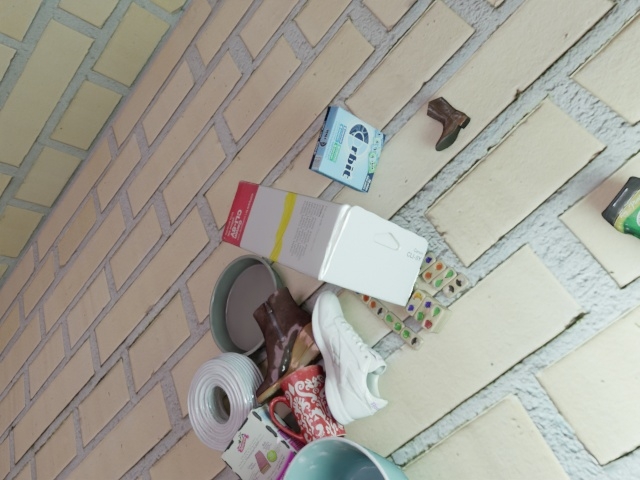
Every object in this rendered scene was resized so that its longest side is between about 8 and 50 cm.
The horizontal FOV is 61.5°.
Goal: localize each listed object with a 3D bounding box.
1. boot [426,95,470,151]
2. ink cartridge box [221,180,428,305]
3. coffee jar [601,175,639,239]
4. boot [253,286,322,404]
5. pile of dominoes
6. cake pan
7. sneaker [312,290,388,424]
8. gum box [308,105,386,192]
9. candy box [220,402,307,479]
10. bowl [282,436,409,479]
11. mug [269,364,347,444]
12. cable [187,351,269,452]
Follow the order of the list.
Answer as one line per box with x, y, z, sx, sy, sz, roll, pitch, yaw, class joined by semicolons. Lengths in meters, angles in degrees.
0.272;-0.270;1.236;0.106;0.037;0.114;-45;53;7;boot
0.000;0.000;1.218;0.385;0.279;0.160;18;88;49;ink cartridge box
0.557;-0.025;0.864;0.184;0.079;0.096;47;113;40;coffee jar
-0.113;0.269;1.373;0.248;0.090;0.207;-46;61;9;boot
0.185;0.103;1.199;0.251;0.040;0.196;40;105;42;pile of dominoes
-0.208;0.187;1.530;0.293;0.054;0.293;-15;67;39;cake pan
0.072;0.253;1.231;0.152;0.114;0.305;-23;66;21;sneaker
0.069;-0.216;1.305;0.041;0.184;0.156;17;88;45;gum box
-0.104;0.526;1.266;0.233;0.071;0.159;38;105;21;candy box
0.077;0.552;1.074;0.312;0.163;0.311;-14;69;40;bowl
-0.026;0.403;1.257;0.150;0.113;0.169;-41;57;21;mug
-0.251;0.432;1.441;0.257;0.089;0.257;1;90;39;cable
